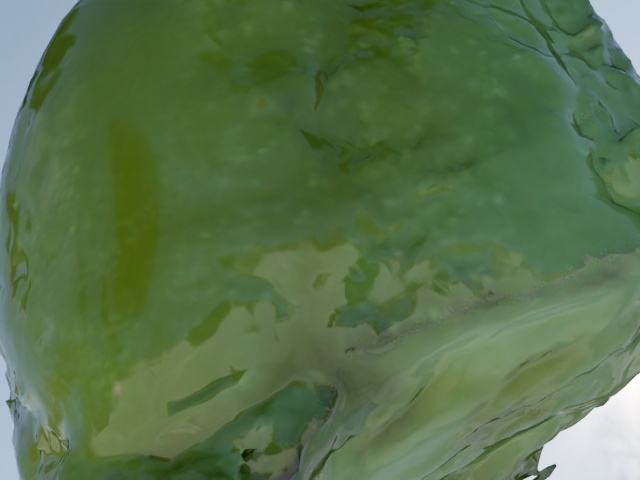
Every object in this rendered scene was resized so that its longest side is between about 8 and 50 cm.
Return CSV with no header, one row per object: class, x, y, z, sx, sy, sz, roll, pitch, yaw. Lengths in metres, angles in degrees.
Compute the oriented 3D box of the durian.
durian,0.000,0.000,0.600,0.256,0.339,0.204,-18,-37,-5
